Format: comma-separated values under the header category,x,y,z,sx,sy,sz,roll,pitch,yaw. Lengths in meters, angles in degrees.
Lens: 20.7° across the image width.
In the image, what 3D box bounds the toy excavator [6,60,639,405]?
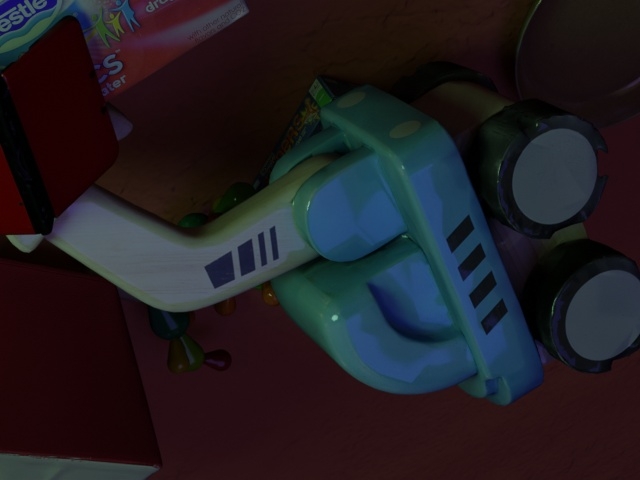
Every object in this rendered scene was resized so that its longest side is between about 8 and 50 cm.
category,x,y,z,sx,sy,sz,roll,pitch,yaw
toy excavator,0.000,0.000,1.442,0.445,0.222,0.433,-31,117,-12

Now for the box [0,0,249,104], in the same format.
category,x,y,z,sx,sy,sz,roll,pitch,yaw
box,-0.226,-0.173,1.264,0.300,0.142,0.154,-32,138,-2

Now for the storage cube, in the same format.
category,x,y,z,sx,sy,sz,roll,pitch,yaw
storage cube,-0.276,0.146,1.472,0.215,0.193,0.183,11,138,-40

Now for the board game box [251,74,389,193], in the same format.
category,x,y,z,sx,sy,sz,roll,pitch,yaw
board game box,0.049,-0.072,1.622,0.201,0.035,0.136,11,123,-39

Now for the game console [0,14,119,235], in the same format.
category,x,y,z,sx,sy,sz,roll,pitch,yaw
game console,-0.222,-0.080,1.236,0.124,0.085,0.144,-1,137,10

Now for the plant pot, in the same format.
category,x,y,z,sx,sy,sz,roll,pitch,yaw
plant pot,0.279,-0.205,1.647,0.236,0.032,0.236,-17,136,-18

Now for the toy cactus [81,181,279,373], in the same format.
category,x,y,z,sx,sy,sz,roll,pitch,yaw
toy cactus,-0.124,0.042,1.583,0.180,0.112,0.219,3,139,-22
